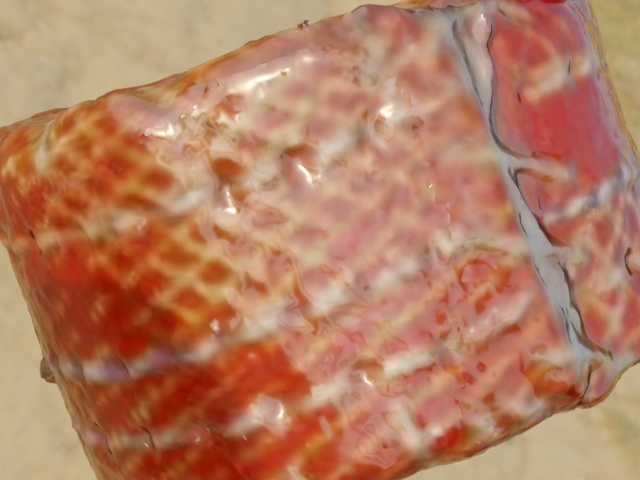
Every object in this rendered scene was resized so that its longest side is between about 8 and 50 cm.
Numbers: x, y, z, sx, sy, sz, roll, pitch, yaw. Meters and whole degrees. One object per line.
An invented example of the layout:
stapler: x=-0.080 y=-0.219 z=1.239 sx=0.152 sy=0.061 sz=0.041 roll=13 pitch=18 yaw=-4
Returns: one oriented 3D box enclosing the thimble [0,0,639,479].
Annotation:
thimble: x=0.000 y=0.000 z=1.014 sx=0.350 sy=0.350 sz=0.231 roll=-30 pitch=103 yaw=-57
